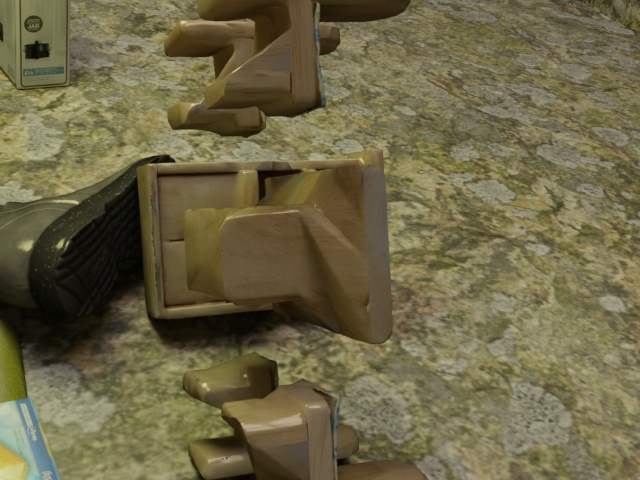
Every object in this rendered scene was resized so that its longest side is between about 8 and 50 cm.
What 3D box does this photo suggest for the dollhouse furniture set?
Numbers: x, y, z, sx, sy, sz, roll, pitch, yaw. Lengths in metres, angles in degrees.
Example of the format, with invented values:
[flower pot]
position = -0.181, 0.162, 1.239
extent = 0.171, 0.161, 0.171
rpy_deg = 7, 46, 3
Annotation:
[dollhouse furniture set]
position = 0.000, 0.000, 0.748
extent = 0.257, 0.362, 0.394
rpy_deg = -4, 3, -21

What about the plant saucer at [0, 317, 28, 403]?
[plant saucer]
position = -0.348, 0.122, 0.716
extent = 0.188, 0.045, 0.188
rpy_deg = -4, 33, -23

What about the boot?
[boot]
position = -0.299, -0.022, 0.919
extent = 0.223, 0.118, 0.338
rpy_deg = 2, 16, 13

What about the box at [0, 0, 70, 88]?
[box]
position = -0.464, -0.406, 1.341
extent = 0.087, 0.289, 0.169
rpy_deg = -12, 36, -33

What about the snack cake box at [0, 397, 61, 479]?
[snack cake box]
position = -0.228, 0.228, 0.530
extent = 0.152, 0.089, 0.264
rpy_deg = -8, 34, -29
